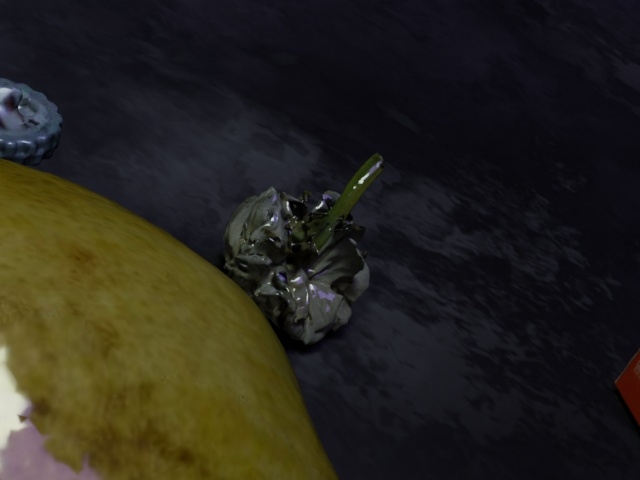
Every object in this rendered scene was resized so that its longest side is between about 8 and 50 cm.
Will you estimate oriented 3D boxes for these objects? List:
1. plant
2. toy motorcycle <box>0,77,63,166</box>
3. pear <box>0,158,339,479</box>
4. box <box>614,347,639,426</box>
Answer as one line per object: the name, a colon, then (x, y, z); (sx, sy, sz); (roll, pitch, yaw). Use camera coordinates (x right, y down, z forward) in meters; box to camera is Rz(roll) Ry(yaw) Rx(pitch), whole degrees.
plant: (0.000, 0.000, 1.194); (0.104, 0.122, 0.116); (41, 17, -10)
toy motorcycle: (-0.254, -0.057, 1.039); (0.130, 0.094, 0.229); (38, 38, 22)
pear: (-0.141, 0.117, 0.605); (0.314, 0.314, 0.314); (26, 26, -14)
box: (0.361, 0.203, 1.326); (0.265, 0.048, 0.273); (19, 27, -27)
